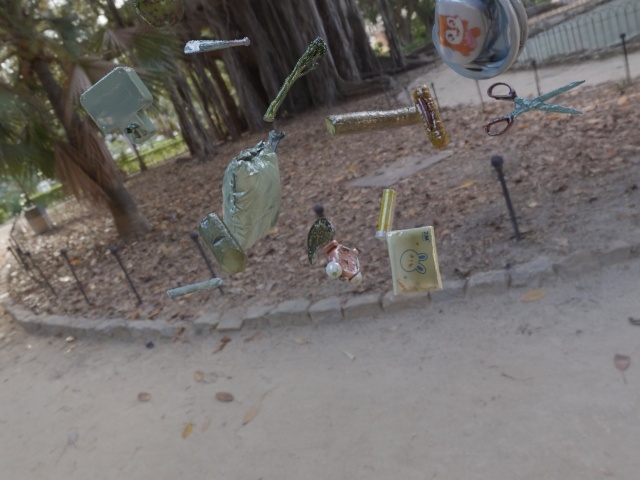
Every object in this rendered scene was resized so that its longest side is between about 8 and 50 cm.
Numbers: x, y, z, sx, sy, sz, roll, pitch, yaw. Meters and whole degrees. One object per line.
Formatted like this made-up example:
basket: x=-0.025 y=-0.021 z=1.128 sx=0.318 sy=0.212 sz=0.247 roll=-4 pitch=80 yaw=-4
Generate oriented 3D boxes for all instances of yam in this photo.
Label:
yam: x=0.192 y=-0.399 z=1.675 sx=0.356 sy=0.081 sz=0.081 roll=-12 pitch=15 yaw=-15
yam: x=-0.225 y=0.012 z=1.166 sx=0.069 sy=0.147 sz=0.070 roll=-34 pitch=-8 yaw=-5

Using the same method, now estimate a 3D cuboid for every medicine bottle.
medicine bottle: x=0.293 y=-0.114 z=2.238 sx=0.073 sy=0.218 sz=0.074 roll=9 pitch=-9 yaw=1

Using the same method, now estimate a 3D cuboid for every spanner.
spanner: x=-0.192 y=-0.267 z=1.793 sx=0.071 sy=0.017 sz=0.302 roll=11 pitch=67 yaw=10

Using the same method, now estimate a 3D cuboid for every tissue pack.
tissue pack: x=0.282 y=0.062 z=1.537 sx=0.148 sy=0.197 sz=0.092 roll=-8 pitch=-7 yaw=1

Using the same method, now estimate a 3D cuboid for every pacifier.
pacifier: x=0.368 y=-0.508 z=1.108 sx=0.244 sy=0.300 sz=0.233 roll=29 pitch=65 yaw=31

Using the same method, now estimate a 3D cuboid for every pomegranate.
pomegranate: x=-0.543 y=-0.778 z=1.670 sx=0.159 sy=0.159 sz=0.205 roll=-35 pitch=27 yaw=-34

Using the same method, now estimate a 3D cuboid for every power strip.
power strip: x=-0.752 y=-0.492 z=1.922 sx=0.229 sy=0.261 sz=0.141 roll=-31 pitch=15 yaw=11

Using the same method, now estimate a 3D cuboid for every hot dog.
hot dog: x=0.338 y=-0.383 z=1.579 sx=0.047 sy=0.216 sz=0.066 roll=-10 pitch=-12 yaw=-44

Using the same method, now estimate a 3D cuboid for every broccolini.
broccolini: x=-0.083 y=-0.586 z=1.870 sx=0.073 sy=0.079 sz=0.392 roll=22 pitch=75 yaw=24

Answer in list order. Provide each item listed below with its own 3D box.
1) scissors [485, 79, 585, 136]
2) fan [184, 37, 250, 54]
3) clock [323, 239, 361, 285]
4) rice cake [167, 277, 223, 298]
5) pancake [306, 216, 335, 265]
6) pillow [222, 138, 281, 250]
scissors: x=0.540 y=-0.348 z=1.290 sx=0.247 sy=0.145 sz=0.017 roll=3 pitch=0 yaw=45
fan: x=-0.362 y=-0.685 z=1.761 sx=0.281 sy=0.023 sz=0.057 roll=4 pitch=68 yaw=26
clock: x=0.085 y=0.101 z=2.035 sx=0.092 sy=0.165 sz=0.162 roll=-40 pitch=41 yaw=35
rice cake: x=-0.474 y=0.178 z=1.925 sx=0.210 sy=0.034 sz=0.043 roll=-15 pitch=4 yaw=-9
pancake: x=0.000 y=0.000 z=1.954 sx=0.020 sy=0.184 sz=0.190 roll=8 pitch=-14 yaw=-32
pillow: x=-0.205 y=-0.127 z=1.505 sx=0.138 sy=0.310 sz=0.283 roll=10 pitch=28 yaw=12
